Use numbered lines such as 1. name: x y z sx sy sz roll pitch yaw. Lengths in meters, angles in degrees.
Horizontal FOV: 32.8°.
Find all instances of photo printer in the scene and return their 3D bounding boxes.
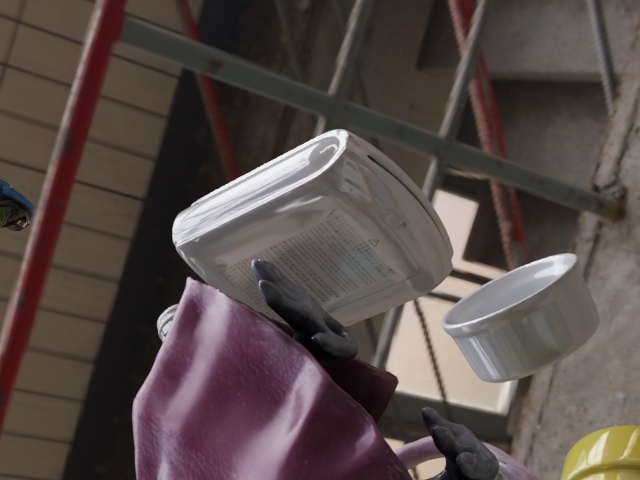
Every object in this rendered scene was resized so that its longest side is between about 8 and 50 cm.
1. photo printer: 0.000 0.000 1.409 0.307 0.256 0.107 -25 33 32

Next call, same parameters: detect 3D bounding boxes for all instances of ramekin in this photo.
1. ramekin: 0.373 0.146 1.997 0.277 0.277 0.135 -20 100 55

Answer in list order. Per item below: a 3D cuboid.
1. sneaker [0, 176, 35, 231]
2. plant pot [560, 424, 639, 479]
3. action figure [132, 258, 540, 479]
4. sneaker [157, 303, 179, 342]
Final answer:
1. sneaker: -0.364 -0.034 1.162 0.078 0.067 0.188 -54 -6 -1
2. plant pot: 0.479 0.453 1.655 0.254 0.254 0.239 -44 12 41
3. action figure: -0.085 0.203 0.648 0.370 0.275 0.248 -52 42 5
4. sneaker: -0.160 0.226 1.818 0.105 0.281 0.115 -47 25 19
